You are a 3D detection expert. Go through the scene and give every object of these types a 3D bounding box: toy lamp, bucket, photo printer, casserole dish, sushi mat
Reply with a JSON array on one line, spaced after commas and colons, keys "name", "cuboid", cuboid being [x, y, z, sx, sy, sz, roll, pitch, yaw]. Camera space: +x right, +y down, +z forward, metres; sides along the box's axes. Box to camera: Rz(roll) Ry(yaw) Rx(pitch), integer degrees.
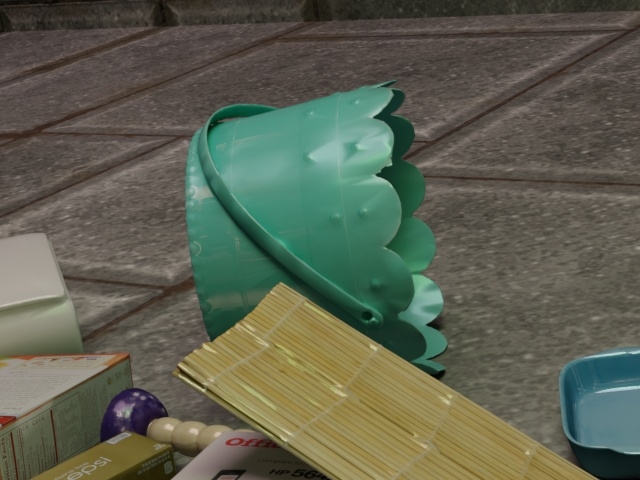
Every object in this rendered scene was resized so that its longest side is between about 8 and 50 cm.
[{"name": "toy lamp", "cuboid": [-0.044, 0.159, 1.103, 0.275, 0.080, 0.080, 1, 20, 33]}, {"name": "bucket", "cuboid": [0.000, 0.000, 1.286, 0.183, 0.281, 0.281, -9, 18, 9]}, {"name": "photo printer", "cuboid": [-0.400, 0.090, 1.434, 0.308, 0.107, 0.256, -13, 18, -11]}, {"name": "casserole dish", "cuboid": [0.242, 0.133, 1.110, 0.114, 0.037, 0.188, -6, 17, 9]}, {"name": "sushi mat", "cuboid": [0.064, 0.138, 0.963, 0.316, 0.019, 0.151, 31, 30, 16]}]

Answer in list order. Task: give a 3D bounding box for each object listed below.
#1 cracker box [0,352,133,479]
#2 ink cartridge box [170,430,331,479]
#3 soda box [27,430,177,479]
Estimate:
[{"name": "cracker box", "cuboid": [-0.272, 0.152, 1.199, 0.156, 0.067, 0.232, -2, 9, 20]}, {"name": "ink cartridge box", "cuboid": [-0.042, 0.205, 0.942, 0.148, 0.086, 0.203, 0, 20, 25]}, {"name": "soda box", "cuboid": [-0.188, 0.205, 1.054, 0.181, 0.061, 0.058, -24, 24, -40]}]
